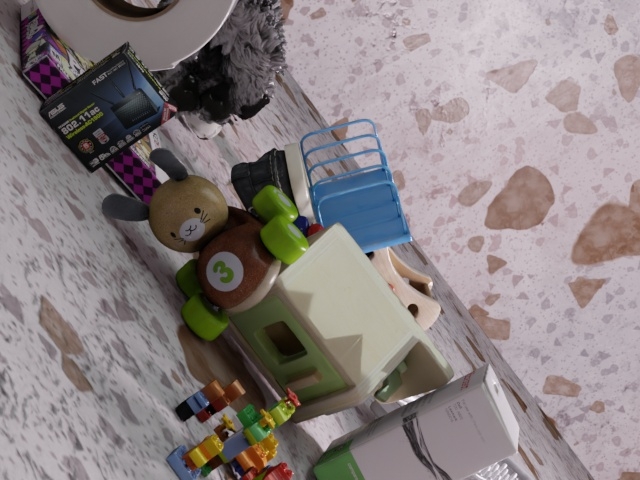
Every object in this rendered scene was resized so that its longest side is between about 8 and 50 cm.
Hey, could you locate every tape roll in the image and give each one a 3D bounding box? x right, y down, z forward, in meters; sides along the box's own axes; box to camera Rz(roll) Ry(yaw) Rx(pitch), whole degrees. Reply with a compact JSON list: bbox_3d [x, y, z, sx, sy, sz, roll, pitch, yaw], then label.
[{"bbox_3d":[-0.213,-0.331,1.722,0.246,0.246,0.169,53,8,-11],"label":"tape roll"}]

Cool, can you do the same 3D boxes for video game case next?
[{"bbox_3d":[-0.270,-0.167,1.730,0.232,0.042,0.210,50,9,-29],"label":"video game case"}]

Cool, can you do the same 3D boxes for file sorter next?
[{"bbox_3d":[0.042,-0.072,1.957,0.170,0.118,0.104,-105,179,-53],"label":"file sorter"}]

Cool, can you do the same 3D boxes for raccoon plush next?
[{"bbox_3d":[-0.122,-0.355,2.135,0.216,0.446,0.299,25,15,-7],"label":"raccoon plush"}]

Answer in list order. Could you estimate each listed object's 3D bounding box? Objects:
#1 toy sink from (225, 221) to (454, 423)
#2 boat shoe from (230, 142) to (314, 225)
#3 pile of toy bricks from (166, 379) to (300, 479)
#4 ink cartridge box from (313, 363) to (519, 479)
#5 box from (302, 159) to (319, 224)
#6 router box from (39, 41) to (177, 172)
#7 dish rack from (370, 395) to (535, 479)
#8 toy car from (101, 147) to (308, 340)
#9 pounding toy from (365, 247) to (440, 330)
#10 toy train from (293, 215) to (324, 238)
[{"bbox_3d":[0.013,0.123,1.685,0.234,0.131,0.152,53,-35,-9],"label":"toy sink"},{"bbox_3d":[-0.065,-0.016,2.004,0.340,0.113,0.127,84,-4,-67],"label":"boat shoe"},{"bbox_3d":[-0.064,0.179,1.346,0.118,0.105,0.212,55,9,-1],"label":"pile of toy bricks"},{"bbox_3d":[0.116,0.237,1.669,0.093,0.219,0.160,63,10,1],"label":"ink cartridge box"},{"bbox_3d":[0.000,0.000,2.355,0.275,0.094,0.113,57,10,9],"label":"box"},{"bbox_3d":[-0.232,-0.146,1.592,0.092,0.122,0.038,51,14,-22],"label":"router box"},{"bbox_3d":[0.221,0.338,2.049,0.285,0.072,0.333,28,10,-43],"label":"dish rack"},{"bbox_3d":[-0.136,-0.016,1.575,0.188,0.155,0.149,40,15,-26],"label":"toy car"},{"bbox_3d":[0.091,0.085,2.049,0.155,0.154,0.270,-103,-179,-54],"label":"pounding toy"},{"bbox_3d":[-0.036,0.106,1.856,0.143,0.105,0.248,72,15,-56],"label":"toy train"}]
